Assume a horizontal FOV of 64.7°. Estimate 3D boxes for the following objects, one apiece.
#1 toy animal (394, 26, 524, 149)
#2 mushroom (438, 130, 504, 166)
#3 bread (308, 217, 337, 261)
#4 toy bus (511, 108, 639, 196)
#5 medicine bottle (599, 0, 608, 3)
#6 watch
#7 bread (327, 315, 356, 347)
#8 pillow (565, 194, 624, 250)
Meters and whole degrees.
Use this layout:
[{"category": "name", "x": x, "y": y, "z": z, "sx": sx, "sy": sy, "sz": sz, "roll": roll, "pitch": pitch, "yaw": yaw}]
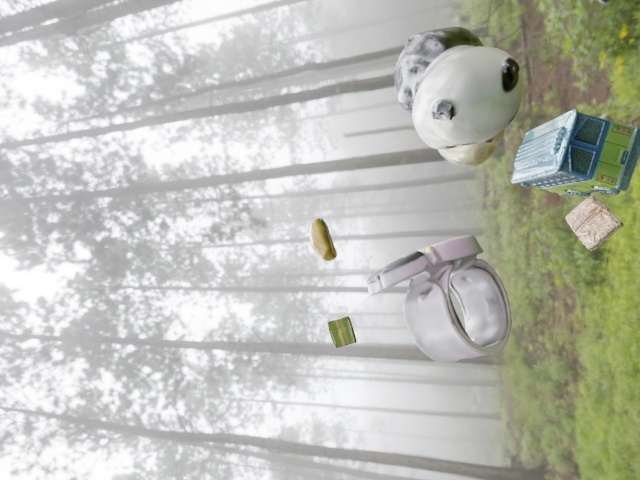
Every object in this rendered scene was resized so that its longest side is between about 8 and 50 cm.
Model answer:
[{"category": "toy animal", "x": 0.292, "y": -0.325, "z": 1.090, "sx": 0.310, "sy": 0.251, "sz": 0.250, "roll": -113, "pitch": 6, "yaw": -60}, {"category": "mushroom", "x": 0.575, "y": -0.407, "z": 1.917, "sx": 0.234, "sy": 0.260, "sz": 0.253, "roll": -17, "pitch": -72, "yaw": -44}, {"category": "bread", "x": 0.000, "y": 0.000, "z": 1.302, "sx": 0.082, "sy": 0.056, "sz": 0.115, "roll": 44, "pitch": -154, "yaw": -71}, {"category": "toy bus", "x": 0.612, "y": -0.199, "z": 1.236, "sx": 0.312, "sy": 0.191, "sz": 0.151, "roll": -38, "pitch": -36, "yaw": -87}, {"category": "medicine bottle", "x": 0.451, "y": -0.520, "z": 0.871, "sx": 0.201, "sy": 0.052, "sz": 0.170, "roll": -1, "pitch": -96, "yaw": -39}, {"category": "watch", "x": 0.232, "y": 0.126, "z": 0.981, "sx": 0.244, "sy": 0.196, "sz": 0.231, "roll": -14, "pitch": -98, "yaw": -40}, {"category": "bread", "x": 0.068, "y": 0.284, "z": 1.572, "sx": 0.139, "sy": 0.074, "sz": 0.084, "roll": 64, "pitch": -170, "yaw": -80}, {"category": "pillow", "x": 0.869, "y": -0.062, "z": 1.623, "sx": 0.043, "sy": 0.126, "sz": 0.232, "roll": 35, "pitch": -153, "yaw": -14}]
